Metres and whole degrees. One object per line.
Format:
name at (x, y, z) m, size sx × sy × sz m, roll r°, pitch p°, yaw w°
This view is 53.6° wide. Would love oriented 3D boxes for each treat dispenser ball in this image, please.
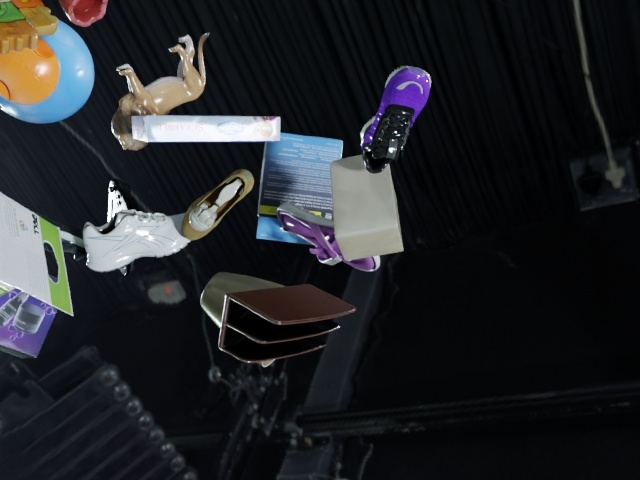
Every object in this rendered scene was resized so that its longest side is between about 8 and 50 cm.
treat dispenser ball at (-0.765, -0.463, 1.715) m, size 0.288 × 0.288 × 0.288 m, roll -20°, pitch -154°, yaw 10°

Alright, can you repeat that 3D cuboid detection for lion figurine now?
lion figurine at (-0.467, -0.449, 1.916) m, size 0.392 × 0.240 × 0.142 m, roll -30°, pitch -148°, yaw -15°

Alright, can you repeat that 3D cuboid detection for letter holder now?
letter holder at (-0.076, 0.228, 1.660) m, size 0.214 × 0.152 × 0.302 m, roll 20°, pitch -164°, yaw 41°

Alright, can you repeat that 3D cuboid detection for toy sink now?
toy sink at (0.115, -0.085, 1.591) m, size 0.153 × 0.131 × 0.234 m, roll -11°, pitch -124°, yaw 9°

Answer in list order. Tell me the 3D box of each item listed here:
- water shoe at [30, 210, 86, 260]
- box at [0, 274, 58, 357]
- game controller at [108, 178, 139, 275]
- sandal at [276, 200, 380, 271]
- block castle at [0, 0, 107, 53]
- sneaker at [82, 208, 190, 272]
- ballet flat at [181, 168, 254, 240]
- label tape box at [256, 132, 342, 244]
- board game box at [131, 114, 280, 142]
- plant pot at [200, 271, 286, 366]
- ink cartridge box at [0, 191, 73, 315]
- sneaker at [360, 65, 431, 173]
water shoe at (-0.695, -0.007, 1.628) m, size 0.080 × 0.203 × 0.073 m, roll -57°, pitch -151°, yaw 13°
box at (-0.717, 0.127, 1.374) m, size 0.103 × 0.261 × 0.184 m, roll -13°, pitch -125°, yaw 46°
game controller at (-0.618, -0.037, 1.969) m, size 0.067 × 0.319 × 0.166 m, roll -9°, pitch -129°, yaw -27°
sandal at (0.006, 0.011, 1.846) m, size 0.102 × 0.169 × 0.416 m, roll -44°, pitch -137°, yaw -20°
block castle at (-0.560, -0.473, 1.046) m, size 0.453 × 0.213 × 0.303 m, roll -30°, pitch 162°, yaw -42°
sneaker at (-0.445, -0.021, 1.580) m, size 0.297 × 0.129 × 0.111 m, roll -20°, pitch -151°, yaw -20°
ballet flat at (-0.256, -0.085, 1.516) m, size 0.232 × 0.080 × 0.073 m, roll -45°, pitch -173°, yaw 10°
label tape box at (-0.073, -0.165, 2.067) m, size 0.249 × 0.347 × 0.115 m, roll 6°, pitch 180°, yaw -9°
board game box at (-0.302, -0.286, 1.618) m, size 0.319 × 0.066 × 0.318 m, roll -3°, pitch -168°, yaw -21°
plant pot at (-0.227, 0.216, 1.978) m, size 0.274 × 0.256 × 0.256 m, roll 27°, pitch -134°, yaw 12°
ink cartridge box at (-0.499, 0.020, 0.942) m, size 0.097 × 0.255 × 0.189 m, roll -28°, pitch -121°, yaw 7°
sneaker at (0.169, -0.256, 1.441) m, size 0.102 × 0.293 × 0.146 m, roll 14°, pitch -123°, yaw -9°
